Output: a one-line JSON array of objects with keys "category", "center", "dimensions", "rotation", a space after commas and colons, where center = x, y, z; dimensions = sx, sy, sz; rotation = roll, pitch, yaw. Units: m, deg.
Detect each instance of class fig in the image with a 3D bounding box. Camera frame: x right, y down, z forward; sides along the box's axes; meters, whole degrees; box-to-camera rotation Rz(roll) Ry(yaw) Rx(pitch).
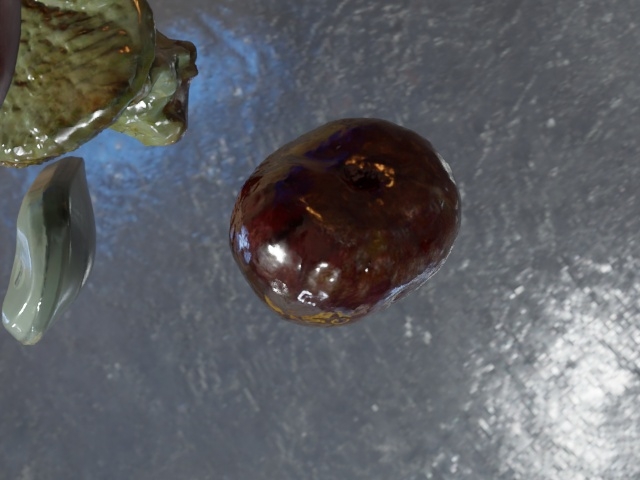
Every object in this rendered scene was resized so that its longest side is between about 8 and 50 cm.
[{"category": "fig", "center": [-0.001, -0.002, 0.926], "dimensions": [0.145, 0.170, 0.274], "rotation": [53, 160, 0]}]

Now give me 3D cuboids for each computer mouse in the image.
[{"category": "computer mouse", "center": [-0.319, 0.005, 1.441], "dimensions": [0.095, 0.331, 0.197], "rotation": [15, 106, -10]}]

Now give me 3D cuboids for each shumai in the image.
[{"category": "shumai", "center": [-0.270, -0.172, 1.218], "dimensions": [0.272, 0.203, 0.222], "rotation": [16, 88, 8]}]

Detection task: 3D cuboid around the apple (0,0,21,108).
[{"category": "apple", "center": [-0.315, -0.118, 0.595], "dimensions": [0.348, 0.277, 0.348], "rotation": [13, 108, 44]}]
